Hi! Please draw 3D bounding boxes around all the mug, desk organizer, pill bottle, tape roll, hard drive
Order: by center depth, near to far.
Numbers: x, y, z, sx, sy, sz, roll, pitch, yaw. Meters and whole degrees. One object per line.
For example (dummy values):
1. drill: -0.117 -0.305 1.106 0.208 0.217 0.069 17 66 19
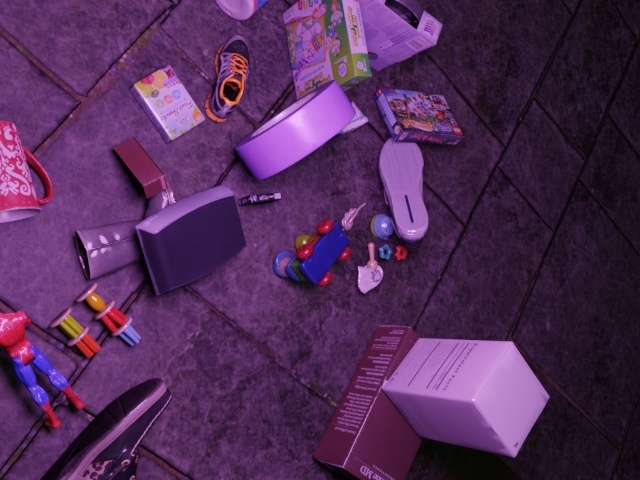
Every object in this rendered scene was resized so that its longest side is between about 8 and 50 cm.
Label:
1. mug: -0.592 -0.125 1.213 0.113 0.150 0.169 -15 88 2
2. desk organizer: -0.373 -0.151 1.340 0.050 0.047 0.130 -32 64 -22
3. hard drive: -0.261 -0.005 1.372 0.254 0.054 0.172 -34 119 -47
4. tape roll: -0.057 -0.249 1.460 0.275 0.275 0.090 -44 109 -29
5. pill bottle: -0.147 -0.635 1.540 0.124 0.124 0.221 48 61 -19

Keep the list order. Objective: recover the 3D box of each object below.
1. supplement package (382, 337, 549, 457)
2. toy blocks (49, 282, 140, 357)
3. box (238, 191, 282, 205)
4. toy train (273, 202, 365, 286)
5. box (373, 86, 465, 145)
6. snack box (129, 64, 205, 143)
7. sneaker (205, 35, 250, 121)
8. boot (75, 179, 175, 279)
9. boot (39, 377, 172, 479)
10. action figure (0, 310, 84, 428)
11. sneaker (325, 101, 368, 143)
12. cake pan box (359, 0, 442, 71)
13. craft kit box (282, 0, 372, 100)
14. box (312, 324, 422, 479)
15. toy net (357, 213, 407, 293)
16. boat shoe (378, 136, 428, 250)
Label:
1. supplement package: 0.323 0.344 1.465 0.175 0.293 0.177 -46 110 -29
2. toy blocks: -0.440 0.178 1.287 0.148 0.054 0.123 50 60 -19
3. box: -0.141 -0.096 1.511 0.083 0.067 0.018 -9 90 -33
4. toy train: 0.000 0.000 1.555 0.248 0.143 0.105 -51 119 -32
5. box: 0.274 -0.342 1.790 0.233 0.044 0.159 -2 57 -34
6. snack box: -0.336 -0.300 1.425 0.100 0.037 0.141 -41 106 -29
7. sneaker: -0.201 -0.379 1.498 0.084 0.083 0.215 18 73 -29
8. boot: -0.400 -0.032 1.336 0.208 0.076 0.190 -12 90 -29
9. boot: -0.363 0.486 1.248 0.284 0.138 0.377 48 65 -18
10. action figure: -0.557 0.210 1.195 0.091 0.139 0.280 -41 129 -33
11. sneaker: 0.036 -0.305 1.661 0.190 0.071 0.083 -33 96 -40
12. cake pan box: 0.136 -0.547 1.632 0.245 0.267 0.070 25 76 -26
13. craft kit box: 0.010 -0.471 1.549 0.061 0.250 0.247 -12 90 -34
14. box: 0.162 0.419 1.606 0.191 0.143 0.381 40 66 -24
15. toy net: 0.157 0.045 1.707 0.122 0.045 0.232 38 67 -26
16. boat shoe: 0.213 -0.125 1.714 0.121 0.119 0.335 0 57 -1
